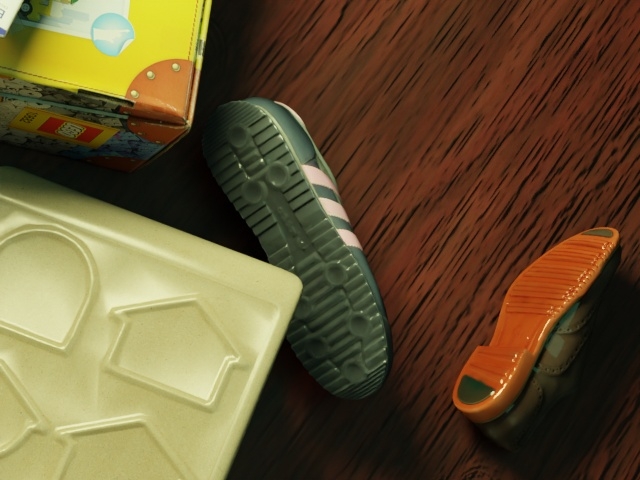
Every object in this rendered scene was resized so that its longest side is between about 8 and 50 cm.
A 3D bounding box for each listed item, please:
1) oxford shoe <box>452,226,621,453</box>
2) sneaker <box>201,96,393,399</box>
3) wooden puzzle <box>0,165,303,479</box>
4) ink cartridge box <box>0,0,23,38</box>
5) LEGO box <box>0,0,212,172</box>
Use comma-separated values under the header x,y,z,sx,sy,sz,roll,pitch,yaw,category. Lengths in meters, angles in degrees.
x,y,z,sx,sy,sz,roll,pitch,yaw,category
0.244,0.102,2.004,0.271,0.097,0.098,-51,121,-19,oxford shoe
0.000,0.000,1.890,0.319,0.112,0.131,67,23,0,sneaker
-0.222,0.132,1.752,0.322,0.080,0.347,21,66,4,wooden puzzle
-0.281,-0.365,1.661,0.176,0.069,0.371,29,68,-16,ink cartridge box
-0.286,-0.360,1.800,0.372,0.193,0.500,14,75,-20,LEGO box
